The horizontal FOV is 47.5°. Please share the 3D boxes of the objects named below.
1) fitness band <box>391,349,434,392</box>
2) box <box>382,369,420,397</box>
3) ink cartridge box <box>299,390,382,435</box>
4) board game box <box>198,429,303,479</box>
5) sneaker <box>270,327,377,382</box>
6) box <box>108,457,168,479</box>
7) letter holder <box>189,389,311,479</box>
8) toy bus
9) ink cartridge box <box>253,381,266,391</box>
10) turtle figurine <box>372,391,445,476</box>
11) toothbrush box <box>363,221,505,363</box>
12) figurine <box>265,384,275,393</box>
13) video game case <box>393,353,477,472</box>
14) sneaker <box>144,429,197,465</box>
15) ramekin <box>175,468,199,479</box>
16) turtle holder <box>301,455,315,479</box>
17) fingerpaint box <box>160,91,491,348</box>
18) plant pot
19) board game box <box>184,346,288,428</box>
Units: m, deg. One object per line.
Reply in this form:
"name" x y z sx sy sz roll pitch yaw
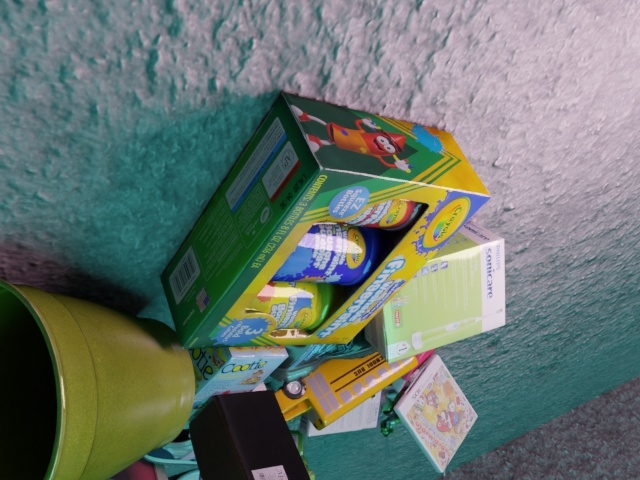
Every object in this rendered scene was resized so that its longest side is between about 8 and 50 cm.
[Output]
"fitness band" 0.254 0.272 1.843 0.209 0.054 0.291 -41 162 -35
"box" 0.172 0.398 2.034 0.324 0.067 0.063 12 132 -44
"ink cartridge box" 0.059 0.359 1.787 0.223 0.045 0.224 5 94 -37
"board game box" -0.195 0.591 1.963 0.242 0.064 0.317 8 143 -11
"sneaker" 0.035 0.186 1.567 0.340 0.125 0.140 -23 131 -18
"box" -0.497 0.560 1.737 0.148 0.127 0.232 -32 148 10
"letter holder" -0.151 0.482 1.426 0.152 0.302 0.214 6 137 -45
"toy bus" 0.047 0.318 1.642 0.332 0.130 0.108 -29 167 -22
"ink cartridge box" -0.146 0.377 1.621 0.056 0.225 0.181 -12 146 -16
"turtle figurine" 0.249 0.518 1.990 0.266 0.198 0.275 33 93 -42
"toothbrush box" 0.231 0.103 1.503 0.283 0.122 0.206 -15 115 -16
"figurine" -0.072 0.425 1.886 0.214 0.092 0.209 -22 153 -4
"video game case" 0.307 0.451 1.906 0.026 0.227 0.206 -14 -155 50
"sneaker" -0.268 0.467 1.733 0.318 0.112 0.131 2 136 -17
"ramekin" -0.335 0.813 2.099 0.277 0.277 0.135 -9 152 -26
"turtle holder" -0.106 0.773 2.235 0.320 0.228 0.243 -37 146 18
"fingerpaint box" 0.000 0.000 1.224 0.371 0.163 0.445 5 137 -40
"plant pot" -0.399 0.246 1.173 0.366 0.367 0.353 -40 157 22
"board game box" -0.216 0.248 1.458 0.144 0.142 0.275 7 136 -44
